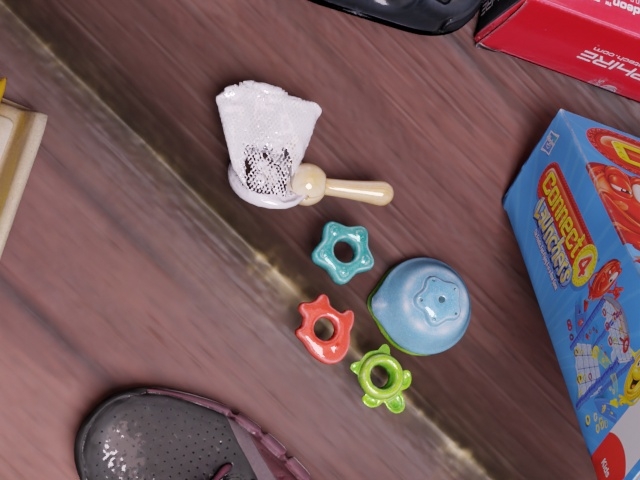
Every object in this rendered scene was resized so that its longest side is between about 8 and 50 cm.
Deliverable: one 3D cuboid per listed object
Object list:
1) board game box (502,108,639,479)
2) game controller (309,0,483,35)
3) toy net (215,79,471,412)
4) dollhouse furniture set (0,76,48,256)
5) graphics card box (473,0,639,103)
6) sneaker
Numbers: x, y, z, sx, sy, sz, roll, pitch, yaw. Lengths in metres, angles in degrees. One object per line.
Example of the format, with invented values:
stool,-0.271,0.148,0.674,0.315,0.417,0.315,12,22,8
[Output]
board game box,0.293,0.068,0.680,0.308,0.086,0.302,18,32,-15
game controller,0.065,-0.309,0.795,0.167,0.067,0.319,13,75,0
toy net,0.000,0.000,0.719,0.122,0.045,0.232,-43,93,-18
dollhouse furniture set,-0.277,0.011,0.568,0.198,0.151,0.301,18,75,-14
graphics card box,0.268,-0.294,0.832,0.233,0.094,0.370,17,74,-14
sneaker,-0.011,0.179,0.617,0.281,0.162,0.106,39,71,-8
